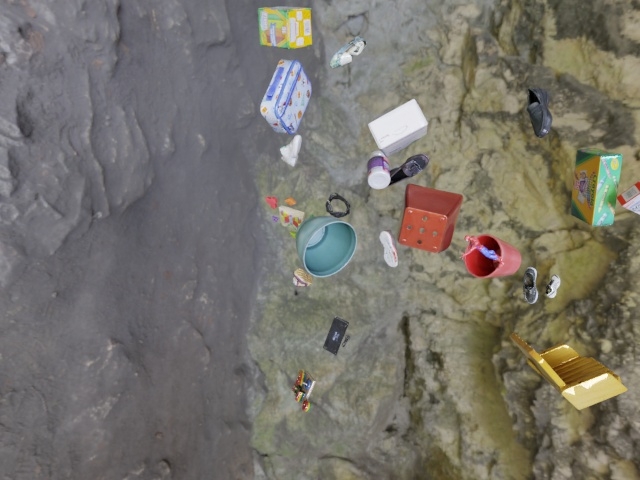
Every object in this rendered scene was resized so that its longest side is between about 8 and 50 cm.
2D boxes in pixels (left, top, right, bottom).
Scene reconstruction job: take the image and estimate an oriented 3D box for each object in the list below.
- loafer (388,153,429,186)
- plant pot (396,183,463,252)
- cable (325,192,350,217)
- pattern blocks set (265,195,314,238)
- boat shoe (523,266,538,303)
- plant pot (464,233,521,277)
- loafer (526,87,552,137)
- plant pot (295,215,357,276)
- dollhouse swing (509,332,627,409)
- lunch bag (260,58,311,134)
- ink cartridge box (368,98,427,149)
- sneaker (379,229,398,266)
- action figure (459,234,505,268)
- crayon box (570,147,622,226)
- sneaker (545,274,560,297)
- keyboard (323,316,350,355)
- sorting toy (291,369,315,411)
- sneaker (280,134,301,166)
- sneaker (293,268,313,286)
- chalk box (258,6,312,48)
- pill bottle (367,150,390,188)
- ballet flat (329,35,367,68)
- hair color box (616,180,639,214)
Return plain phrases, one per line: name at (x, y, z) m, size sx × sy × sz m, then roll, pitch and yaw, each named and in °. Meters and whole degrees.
loafer at (0.482, -0.384, 2.310) m, size 0.303 × 0.109 × 0.095 m, roll -25°, pitch -154°, yaw 50°
plant pot at (0.480, -0.081, 1.866) m, size 0.236 × 0.268 × 0.267 m, roll -45°, pitch 146°, yaw -60°
cable at (0.119, -0.227, 2.769) m, size 0.150 × 0.185 × 0.047 m, roll -56°, pitch 165°, yaw 14°
pattern blocks set at (-0.158, -0.118, 2.287) m, size 0.026 × 0.325 × 0.285 m, roll -46°, pitch 134°, yaw -36°
boat shoe at (0.746, 0.165, 1.460) m, size 0.040 × 0.049 × 0.142 m, roll -27°, pitch 114°, yaw -43°
plant pot at (1.075, 0.108, 2.515) m, size 0.275 × 0.243 × 0.274 m, roll -22°, pitch -116°, yaw 56°
loafer at (0.794, -0.470, 1.498) m, size 0.076 × 0.078 × 0.223 m, roll 116°, pitch -14°, yaw -63°
plant pot at (0.000, 0.000, 1.956) m, size 0.196 × 0.293 × 0.292 m, roll 42°, pitch -38°, yaw 46°
dollhouse swing at (1.136, 0.547, 1.918) m, size 0.304 × 0.315 × 0.347 m, roll 63°, pitch 6°, yaw -5°
lunch bag at (-0.154, -0.642, 1.841) m, size 0.243 × 0.115 × 0.303 m, roll 46°, pitch 61°, yaw -67°
ink cartridge box at (0.325, -0.455, 1.686) m, size 0.117 × 0.202 × 0.278 m, roll 64°, pitch 15°, yaw 2°
sneaker at (0.289, 0.028, 1.646) m, size 0.065 × 0.061 × 0.157 m, roll -32°, pitch 113°, yaw -46°
action figure at (0.856, 0.074, 2.224) m, size 0.139 × 0.280 × 0.091 m, roll -44°, pitch -157°, yaw 24°
crayon box at (1.085, -0.214, 1.615) m, size 0.165 × 0.081 × 0.278 m, roll -84°, pitch 168°, yaw -69°
sneaker at (0.799, 0.155, 1.407) m, size 0.032 × 0.037 × 0.083 m, roll 1°, pitch -109°, yaw 60°
keyboard at (0.088, 0.465, 1.960) m, size 0.023 × 0.108 × 0.180 m, roll -9°, pitch 121°, yaw -64°
sorting toy at (-0.092, 0.707, 1.980) m, size 0.132 × 0.046 × 0.274 m, roll -65°, pitch -161°, yaw -4°
sneaker at (-0.155, -0.457, 2.055) m, size 0.212 × 0.094 × 0.080 m, roll 116°, pitch -3°, yaw -59°
sneaker at (-0.104, 0.193, 1.993) m, size 0.185 × 0.084 × 0.069 m, roll 43°, pitch 29°, yaw -60°
chalk box at (-0.154, -0.828, 1.580) m, size 0.132 × 0.213 × 0.132 m, roll -33°, pitch 134°, yaw -39°
pill bottle at (0.282, -0.351, 1.994) m, size 0.108 × 0.108 × 0.193 m, roll 86°, pitch 6°, yaw -47°
ballet flat at (0.119, -0.771, 1.677) m, size 0.188 × 0.070 × 0.070 m, roll -47°, pitch 163°, yaw -8°
hair color box at (1.185, -0.143, 1.484) m, size 0.093 × 0.167 × 0.053 m, roll 124°, pitch -25°, yaw -44°
